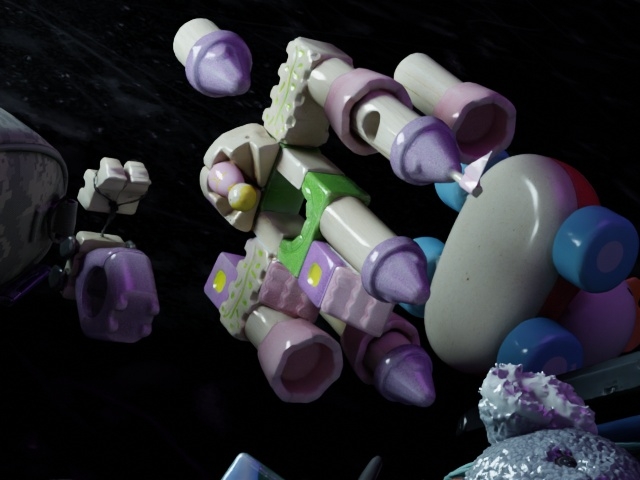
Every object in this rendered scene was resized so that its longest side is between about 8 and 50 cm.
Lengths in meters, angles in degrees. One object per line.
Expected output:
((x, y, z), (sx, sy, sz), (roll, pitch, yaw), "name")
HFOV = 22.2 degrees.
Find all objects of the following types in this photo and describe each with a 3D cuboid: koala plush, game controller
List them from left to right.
((0.185, 0.175, 0.976), (0.221, 0.196, 0.203), (8, -10, 13), "koala plush")
((0.248, 0.135, 1.280), (0.166, 0.319, 0.067), (15, 69, -26), "game controller")

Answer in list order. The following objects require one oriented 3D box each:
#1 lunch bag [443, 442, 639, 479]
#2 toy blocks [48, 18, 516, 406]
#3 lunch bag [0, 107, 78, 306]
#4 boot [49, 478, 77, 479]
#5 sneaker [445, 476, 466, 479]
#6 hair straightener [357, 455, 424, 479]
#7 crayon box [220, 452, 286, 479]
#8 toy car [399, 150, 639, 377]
((0.244, 0.228, 1.215), (0.223, 0.160, 0.262), (-1, 21, -31), "lunch bag")
((0.000, 0.000, 1.299), (0.309, 0.288, 0.260), (8, 24, -33), "toy blocks")
((-0.365, -0.062, 1.224), (0.305, 0.212, 0.256), (33, 29, 18), "lunch bag")
((-0.184, 0.220, 0.998), (0.198, 0.077, 0.137), (-10, 46, -46), "boot")
((0.059, 0.254, 1.055), (0.180, 0.124, 0.321), (16, 27, -15), "sneaker")
((-0.001, 0.219, 1.177), (0.089, 0.047, 0.230), (28, 31, 12), "hair straightener")
((0.033, 0.289, 0.877), (0.323, 0.203, 0.083), (32, -10, 18), "crayon box")
((0.229, 0.041, 1.524), (0.238, 0.210, 0.219), (17, 12, -38), "toy car")
